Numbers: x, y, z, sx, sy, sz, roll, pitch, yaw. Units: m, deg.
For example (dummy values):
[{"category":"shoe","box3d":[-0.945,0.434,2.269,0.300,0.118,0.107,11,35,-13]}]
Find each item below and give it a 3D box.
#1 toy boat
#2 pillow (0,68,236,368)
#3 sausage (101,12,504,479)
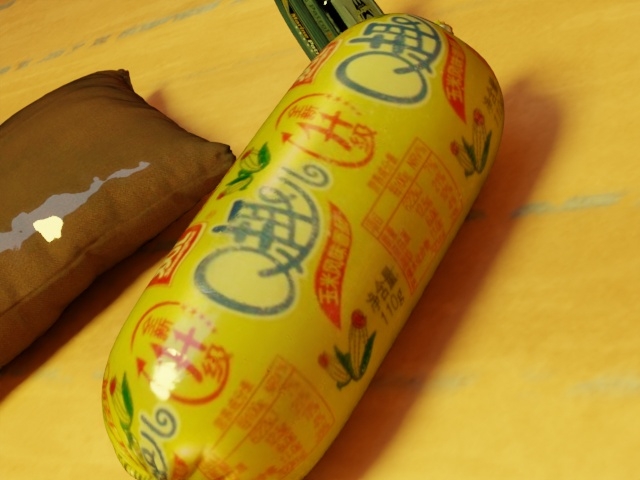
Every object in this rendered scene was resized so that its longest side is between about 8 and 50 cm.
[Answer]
[{"category":"toy boat","box3d":[0.002,-0.165,0.864,0.055,0.141,0.060,-37,4,-41]},{"category":"pillow","box3d":[-0.236,-0.017,0.967,0.305,0.108,0.308,-39,29,-7]},{"category":"sausage","box3d":[0.000,0.000,0.654,0.123,0.123,0.347,-4,45,46]}]
